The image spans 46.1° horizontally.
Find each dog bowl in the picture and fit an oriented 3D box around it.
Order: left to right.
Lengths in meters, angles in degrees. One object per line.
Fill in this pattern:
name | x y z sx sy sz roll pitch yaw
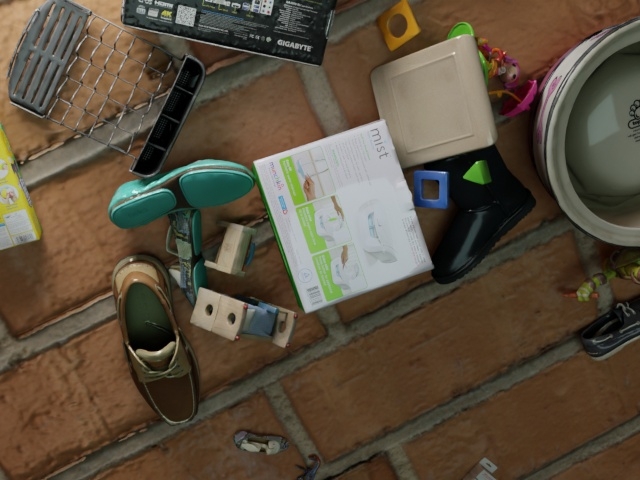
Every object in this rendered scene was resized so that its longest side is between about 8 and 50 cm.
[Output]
dog bowl | 0.558 -0.201 1.352 0.407 0.150 0.408 -4 109 -11

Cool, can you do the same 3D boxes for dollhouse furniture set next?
dollhouse furniture set | -0.114 0.075 1.289 0.129 0.129 0.184 16 89 -46

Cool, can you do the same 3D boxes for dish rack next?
dish rack | -0.340 -0.244 1.175 0.271 0.074 0.208 25 100 -19

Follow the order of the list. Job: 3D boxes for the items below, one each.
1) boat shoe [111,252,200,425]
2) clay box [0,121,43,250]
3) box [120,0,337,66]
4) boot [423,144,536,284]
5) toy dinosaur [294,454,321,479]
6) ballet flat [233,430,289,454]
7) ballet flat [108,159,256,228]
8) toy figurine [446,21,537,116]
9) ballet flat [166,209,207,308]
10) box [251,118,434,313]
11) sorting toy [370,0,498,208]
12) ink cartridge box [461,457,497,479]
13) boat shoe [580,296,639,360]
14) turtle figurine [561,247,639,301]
boat shoe | -0.289 0.186 1.304 0.122 0.120 0.324 -17 111 -7
clay box | -0.542 -0.091 1.191 0.127 0.053 0.222 -16 109 -7
box | -0.124 -0.424 1.142 0.321 0.079 0.257 7 112 -17
boot | 0.244 -0.070 1.353 0.246 0.094 0.207 -43 112 3
toy dinosaur | -0.026 0.471 1.513 0.082 0.047 0.090 -44 145 -5
ballet flat | -0.113 0.398 1.458 0.114 0.041 0.041 14 104 -17
ballet flat | -0.231 -0.091 1.239 0.247 0.087 0.083 -17 130 0
toy figurine | 0.301 -0.279 1.305 0.159 0.130 0.173 3 81 -30
ballet flat | -0.234 0.030 1.304 0.070 0.070 0.189 -4 107 -11
box | 0.034 -0.041 1.262 0.231 0.127 0.262 -20 93 -7
sorting toy | 0.190 -0.227 1.250 0.047 0.196 0.348 -18 95 -52
ink cartridge box | 0.340 0.509 1.601 0.048 0.028 0.083 40 95 -21
boat shoe | 0.619 0.161 1.525 0.206 0.075 0.065 -39 115 7
turtle figurine | 0.606 0.044 1.430 0.269 0.217 0.087 -19 93 -12
